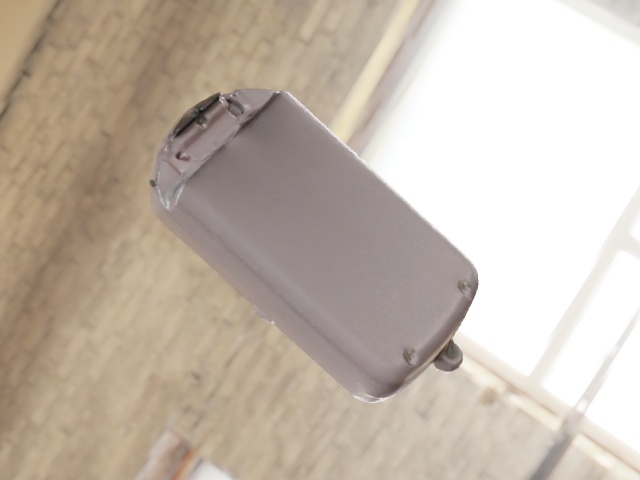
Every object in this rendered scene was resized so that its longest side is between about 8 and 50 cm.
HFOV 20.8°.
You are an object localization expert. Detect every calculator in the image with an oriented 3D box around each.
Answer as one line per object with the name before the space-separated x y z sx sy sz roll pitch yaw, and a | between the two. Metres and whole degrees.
calculator | 0.000 0.000 0.810 0.100 0.175 0.032 -47 -1 -40
